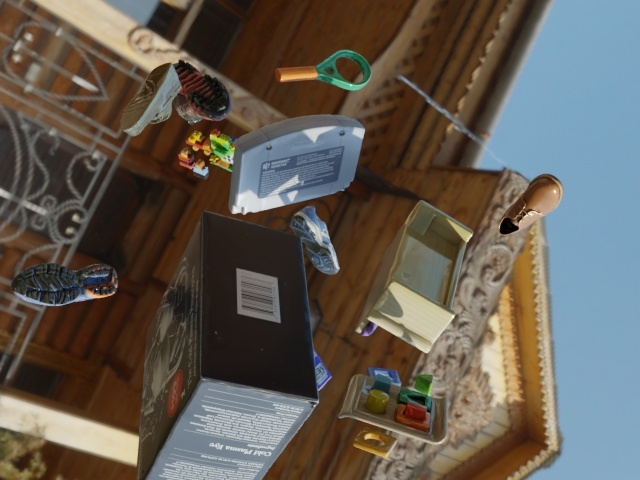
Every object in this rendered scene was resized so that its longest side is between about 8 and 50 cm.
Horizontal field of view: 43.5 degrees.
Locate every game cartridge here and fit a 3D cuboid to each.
[{"bbox_3d":[-0.050,-0.166,1.682,0.060,0.294,0.196,55,-34,34],"label":"game cartridge"}]

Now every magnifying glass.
[{"bbox_3d":[0.009,-0.356,1.691,0.026,0.231,0.092,-42,-115,56],"label":"magnifying glass"}]

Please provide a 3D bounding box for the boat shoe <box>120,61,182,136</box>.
[{"bbox_3d":[-0.269,-0.223,1.316,0.063,0.059,0.170,-8,-137,32],"label":"boat shoe"}]

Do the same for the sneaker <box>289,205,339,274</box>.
[{"bbox_3d":[0.000,0.000,2.148,0.080,0.211,0.081,-6,-146,36],"label":"sneaker"}]

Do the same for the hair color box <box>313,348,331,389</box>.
[{"bbox_3d":[-0.145,0.289,2.194,0.185,0.339,0.110,-34,180,25],"label":"hair color box"}]

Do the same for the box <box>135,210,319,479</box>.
[{"bbox_3d":[-0.157,0.191,1.269,0.343,0.179,0.312,-98,-150,-47],"label":"box"}]

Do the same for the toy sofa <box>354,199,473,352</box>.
[{"bbox_3d":[0.211,0.087,1.755,0.177,0.150,0.362,-59,-178,34],"label":"toy sofa"}]

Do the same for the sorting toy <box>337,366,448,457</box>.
[{"bbox_3d":[0.141,0.300,1.491,0.347,0.196,0.047,-55,157,-73],"label":"sorting toy"}]

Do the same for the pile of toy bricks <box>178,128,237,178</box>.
[{"bbox_3d":[-0.221,-0.205,1.797,0.212,0.105,0.118,21,-127,16],"label":"pile of toy bricks"}]

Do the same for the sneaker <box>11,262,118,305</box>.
[{"bbox_3d":[-0.497,0.092,1.543,0.087,0.221,0.083,-19,-104,33],"label":"sneaker"}]

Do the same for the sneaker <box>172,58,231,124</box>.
[{"bbox_3d":[-0.291,-0.339,1.956,0.097,0.135,0.276,-34,-136,-19],"label":"sneaker"}]

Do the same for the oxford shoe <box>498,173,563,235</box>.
[{"bbox_3d":[0.447,-0.067,1.714,0.076,0.076,0.212,-41,169,-29],"label":"oxford shoe"}]
